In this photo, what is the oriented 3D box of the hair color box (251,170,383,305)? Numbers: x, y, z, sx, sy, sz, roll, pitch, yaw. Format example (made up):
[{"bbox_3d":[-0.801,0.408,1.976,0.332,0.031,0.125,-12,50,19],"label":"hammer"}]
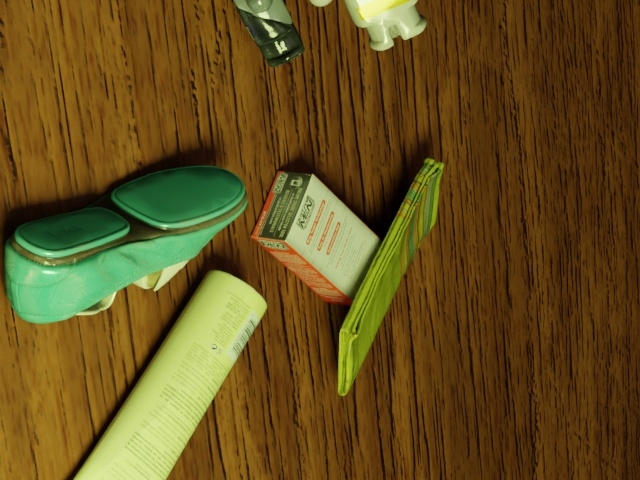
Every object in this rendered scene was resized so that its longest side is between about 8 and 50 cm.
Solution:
[{"bbox_3d":[0.000,0.000,1.545,0.141,0.043,0.072,44,62,-48],"label":"hair color box"}]

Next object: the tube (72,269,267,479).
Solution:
[{"bbox_3d":[-0.130,0.136,1.396,0.070,0.062,0.240,31,70,-4],"label":"tube"}]

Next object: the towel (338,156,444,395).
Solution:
[{"bbox_3d":[0.069,0.033,1.606,0.102,0.021,0.237,89,23,-48],"label":"towel"}]

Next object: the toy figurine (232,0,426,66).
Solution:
[{"bbox_3d":[0.022,-0.259,1.396,0.209,0.213,0.148,-45,120,-35],"label":"toy figurine"}]

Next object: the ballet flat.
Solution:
[{"bbox_3d":[-0.158,0.006,1.327,0.247,0.083,0.087,-23,138,-48],"label":"ballet flat"}]
